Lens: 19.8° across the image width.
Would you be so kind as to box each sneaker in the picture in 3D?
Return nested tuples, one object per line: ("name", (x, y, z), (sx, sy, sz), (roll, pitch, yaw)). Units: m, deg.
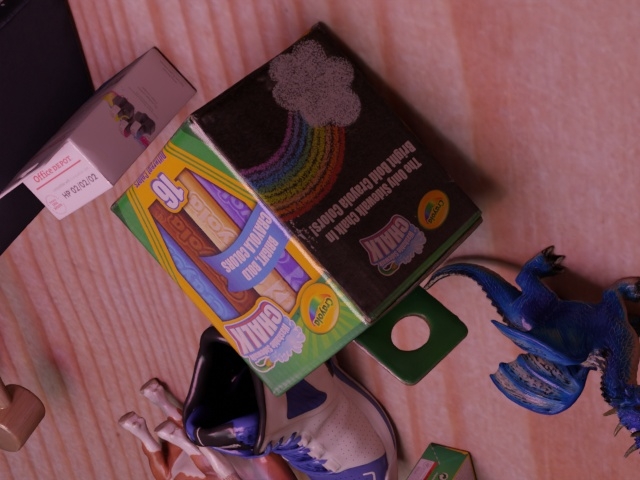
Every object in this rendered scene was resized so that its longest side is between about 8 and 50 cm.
("sneaker", (-0.049, 0.171, 1.824), (0.127, 0.182, 0.315), (5, 132, 37))

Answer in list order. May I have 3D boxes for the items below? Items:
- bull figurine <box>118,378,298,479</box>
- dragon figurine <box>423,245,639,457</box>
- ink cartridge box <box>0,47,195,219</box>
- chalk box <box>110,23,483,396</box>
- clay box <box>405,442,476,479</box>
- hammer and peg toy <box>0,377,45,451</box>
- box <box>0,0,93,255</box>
("bull figurine", (-0.130, 0.252, 2.018), (0.310, 0.101, 0.188), (-8, 121, 56))
("dragon figurine", (0.195, 0.088, 1.573), (0.289, 0.144, 0.085), (19, 139, 22))
("ink cartridge box", (-0.206, -0.086, 1.679), (0.061, 0.181, 0.104), (47, 142, -13))
("chalk box", (0.000, 0.000, 1.575), (0.289, 0.180, 0.179), (50, 142, 0))
("clay box", (0.125, 0.333, 1.899), (0.053, 0.127, 0.222), (12, 135, 30))
("hammer and peg toy", (-0.468, 0.084, 2.114), (0.361, 0.127, 0.266), (20, 138, 21))
("box", (-0.462, -0.121, 1.755), (0.395, 0.293, 0.212), (14, 137, 27))
